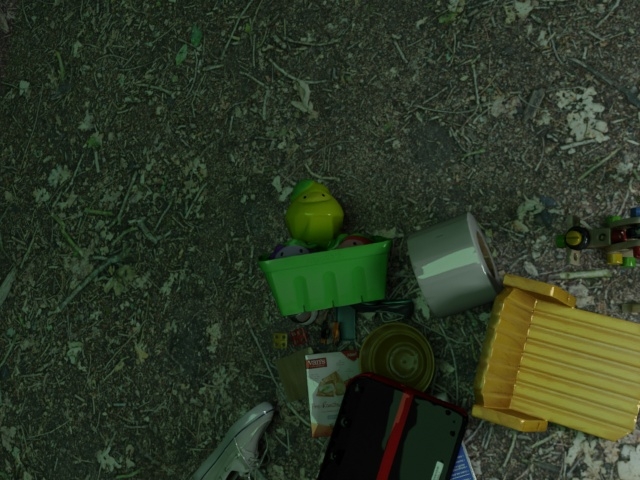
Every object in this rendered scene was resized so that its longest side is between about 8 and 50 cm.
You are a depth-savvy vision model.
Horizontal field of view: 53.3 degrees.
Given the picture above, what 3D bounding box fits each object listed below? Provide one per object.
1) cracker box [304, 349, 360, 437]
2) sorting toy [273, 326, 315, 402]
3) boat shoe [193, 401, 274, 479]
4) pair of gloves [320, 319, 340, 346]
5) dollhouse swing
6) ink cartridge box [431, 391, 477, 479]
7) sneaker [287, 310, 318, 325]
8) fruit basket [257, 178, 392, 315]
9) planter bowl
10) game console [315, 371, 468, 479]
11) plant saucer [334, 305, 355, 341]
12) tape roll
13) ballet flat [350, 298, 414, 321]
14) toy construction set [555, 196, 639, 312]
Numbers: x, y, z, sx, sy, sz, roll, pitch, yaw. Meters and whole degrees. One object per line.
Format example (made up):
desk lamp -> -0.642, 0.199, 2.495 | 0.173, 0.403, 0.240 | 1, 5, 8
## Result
cracker box -> 0.041, 0.436, 1.822 | 0.156, 0.067, 0.232 | -5, 77, -3
sorting toy -> -0.056, 0.392, 1.914 | 0.132, 0.046, 0.274 | -25, 79, 19
boat shoe -> -0.231, 0.655, 1.909 | 0.156, 0.136, 0.367 | 46, 104, 25
pair of gloves -> 0.030, 0.277, 1.906 | 0.083, 0.010, 0.074 | -2, 83, 48
dollhouse swing -> 0.583, 0.298, 1.511 | 0.305, 0.315, 0.346 | 13, 84, 37
ink cartridge box -> 0.308, 0.601, 1.665 | 0.176, 0.069, 0.370 | -19, 65, 7
sneaker -> -0.059, 0.120, 1.937 | 0.100, 0.108, 0.271 | -8, 77, 26
fruit basket -> 0.000, 0.000, 1.803 | 0.392, 0.283, 0.391 | 0, 93, -5
planter bowl -> 0.222, 0.338, 1.773 | 0.217, 0.090, 0.217 | -4, 79, 24
game console -> 0.176, 0.569, 1.667 | 0.342, 0.060, 0.386 | 17, 88, 27
plant saucer -> 0.075, 0.205, 1.907 | 0.067, 0.018, 0.191 | -4, 80, 25
tape roll -> 0.355, 0.065, 1.673 | 0.169, 0.246, 0.246 | -21, 73, 20
ballet flat -> 0.169, 0.201, 1.836 | 0.203, 0.074, 0.074 | 1, 81, 20
toy construction set -> 0.722, 0.039, 1.552 | 0.237, 0.257, 0.308 | -10, 100, 42
